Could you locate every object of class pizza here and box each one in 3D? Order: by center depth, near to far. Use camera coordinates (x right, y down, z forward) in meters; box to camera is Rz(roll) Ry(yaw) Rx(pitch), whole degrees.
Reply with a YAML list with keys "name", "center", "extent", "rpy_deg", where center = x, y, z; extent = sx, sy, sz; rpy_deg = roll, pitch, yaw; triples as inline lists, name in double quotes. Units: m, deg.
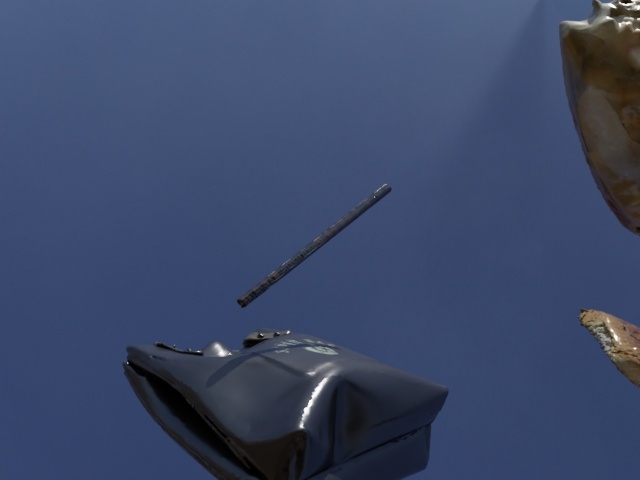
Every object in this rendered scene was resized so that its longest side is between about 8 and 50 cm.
- name: "pizza"
  center: [0.275, -0.047, 0.458]
  extent: [0.296, 0.071, 0.189]
  rpy_deg: [10, -38, 32]

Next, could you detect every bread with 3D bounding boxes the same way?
- name: "bread"
  center: [0.323, 0.119, 0.877]
  extent: [0.126, 0.129, 0.044]
  rpy_deg: [33, -70, -16]

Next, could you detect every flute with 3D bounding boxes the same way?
- name: "flute"
  center: [0.000, 0.000, 0.998]
  extent: [0.014, 0.269, 0.014]
  rpy_deg: [28, -43, 29]

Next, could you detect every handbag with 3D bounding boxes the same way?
- name: "handbag"
  center: [-0.042, 0.176, 0.998]
  extent: [0.287, 0.342, 0.152]
  rpy_deg: [22, -78, 34]
